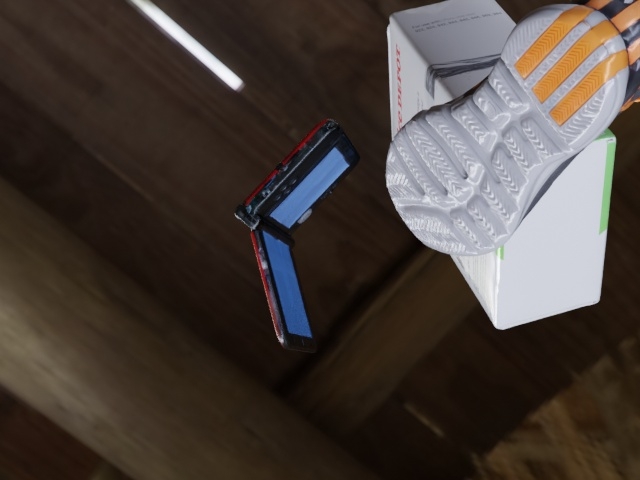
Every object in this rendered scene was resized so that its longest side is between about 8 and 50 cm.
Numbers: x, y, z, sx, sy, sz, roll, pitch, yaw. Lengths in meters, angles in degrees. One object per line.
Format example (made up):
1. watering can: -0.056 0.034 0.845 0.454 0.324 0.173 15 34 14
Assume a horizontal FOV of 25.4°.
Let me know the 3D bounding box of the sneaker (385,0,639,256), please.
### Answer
1. sneaker: 0.184 -0.100 1.087 0.180 0.125 0.321 -31 175 -32

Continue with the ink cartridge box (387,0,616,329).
1. ink cartridge box: 0.165 -0.083 1.362 0.114 0.198 0.273 -15 -138 -12

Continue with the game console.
1. game console: 0.000 0.000 0.931 0.124 0.085 0.144 -46 171 1
